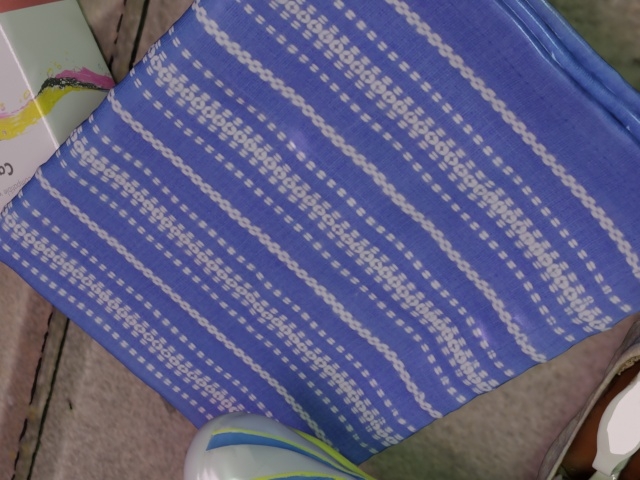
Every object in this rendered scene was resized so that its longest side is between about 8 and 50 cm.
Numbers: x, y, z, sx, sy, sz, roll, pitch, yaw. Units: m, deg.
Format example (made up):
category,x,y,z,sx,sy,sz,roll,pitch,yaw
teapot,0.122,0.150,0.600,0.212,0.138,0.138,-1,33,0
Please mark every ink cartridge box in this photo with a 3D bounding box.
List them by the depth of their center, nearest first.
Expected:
category,x,y,z,sx,sy,sz,roll,pitch,yaw
ink cartridge box,-0.174,-0.059,0.659,0.115,0.067,0.198,-21,96,36

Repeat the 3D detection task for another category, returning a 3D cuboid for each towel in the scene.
category,x,y,z,sx,sy,sz,roll,pitch,yaw
towel,0.000,0.000,0.543,0.243,0.040,0.336,43,128,-12

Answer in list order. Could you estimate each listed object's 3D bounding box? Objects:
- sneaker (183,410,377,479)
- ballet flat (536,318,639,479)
category,x,y,z,sx,sy,sz,roll,pitch,yaw
sneaker,0.049,0.156,0.560,0.240,0.091,0.126,42,134,-20
ballet flat,0.133,0.106,0.532,0.057,0.052,0.168,27,121,23
